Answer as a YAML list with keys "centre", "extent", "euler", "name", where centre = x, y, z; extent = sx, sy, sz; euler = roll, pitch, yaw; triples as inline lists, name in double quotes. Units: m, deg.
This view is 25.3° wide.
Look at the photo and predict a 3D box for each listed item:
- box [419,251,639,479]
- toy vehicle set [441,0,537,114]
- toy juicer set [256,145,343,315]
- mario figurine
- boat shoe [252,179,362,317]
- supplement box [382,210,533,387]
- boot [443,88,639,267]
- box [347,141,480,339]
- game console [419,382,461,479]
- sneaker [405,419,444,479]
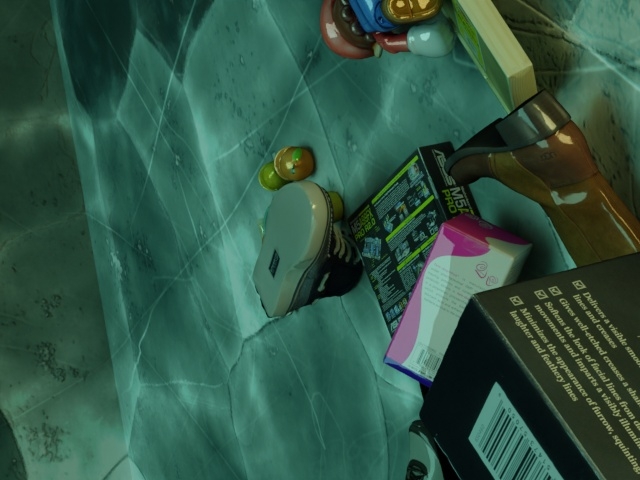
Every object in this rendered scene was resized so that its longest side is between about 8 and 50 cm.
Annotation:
- centre: [0.357, 0.185, 1.482]
  extent: [0.293, 0.395, 0.212]
  euler: [58, 147, 34]
  name: "box"
- centre: [0.204, -0.285, 1.864]
  extent: [0.267, 0.035, 0.166]
  euler: [61, -179, 23]
  name: "toy vehicle set"
- centre: [-0.077, -0.030, 2.525]
  extent: [0.209, 0.089, 0.329]
  euler: [62, 149, 27]
  name: "toy juicer set"
- centre: [0.101, -0.355, 2.000]
  extent: [0.320, 0.170, 0.198]
  euler: [175, 100, -80]
  name: "mario figurine"
- centre: [0.000, 0.000, 2.311]
  extent: [0.127, 0.158, 0.340]
  euler: [66, 155, 22]
  name: "boat shoe"
- centre: [0.189, 0.085, 1.954]
  extent: [0.111, 0.114, 0.220]
  euler: [28, 111, 16]
  name: "supplement box"
- centre: [0.302, -0.037, 1.814]
  extent: [0.280, 0.096, 0.264]
  euler: [53, 148, -3]
  name: "boot"
- centre: [0.151, 0.006, 2.152]
  extent: [0.270, 0.060, 0.216]
  euler: [-47, 59, 57]
  name: "box"
- centre: [0.287, 0.312, 2.040]
  extent: [0.342, 0.060, 0.386]
  euler: [-21, 83, 56]
  name: "game console"
- centre: [0.167, 0.416, 2.235]
  extent: [0.100, 0.108, 0.271]
  euler: [10, 108, 62]
  name: "sneaker"
